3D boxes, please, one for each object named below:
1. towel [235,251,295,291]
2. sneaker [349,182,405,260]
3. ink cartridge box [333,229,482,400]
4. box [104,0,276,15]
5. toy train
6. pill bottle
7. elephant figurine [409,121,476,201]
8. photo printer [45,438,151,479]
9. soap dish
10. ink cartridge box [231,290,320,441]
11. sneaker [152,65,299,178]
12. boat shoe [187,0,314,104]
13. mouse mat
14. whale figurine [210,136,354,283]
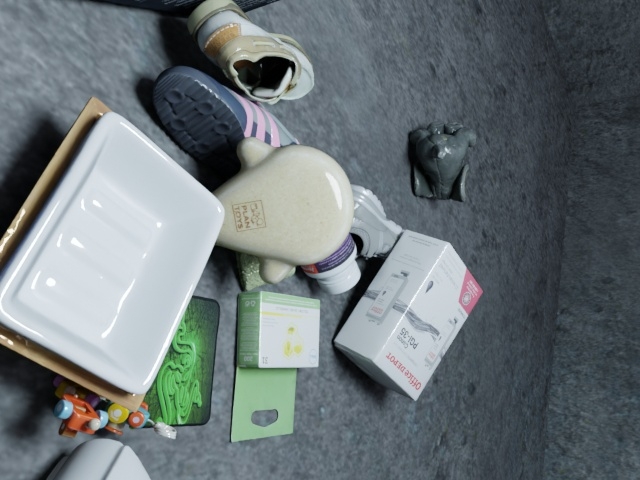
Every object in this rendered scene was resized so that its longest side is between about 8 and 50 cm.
[{"bbox_3d":[-0.090,0.004,1.034,0.110,0.027,0.148,-19,116,-34],"label":"towel"},{"bbox_3d":[0.098,-0.004,1.324,0.281,0.105,0.115,43,75,-43],"label":"sneaker"},{"bbox_3d":[0.185,0.155,1.304,0.283,0.117,0.207,-56,134,-14],"label":"ink cartridge box"},{"bbox_3d":[-0.188,-0.469,0.809,0.395,0.212,0.293,-24,105,-59],"label":"box"},{"bbox_3d":[-0.254,0.209,0.744,0.166,0.125,0.046,37,82,-48],"label":"toy train"},{"bbox_3d":[0.000,0.000,1.143,0.193,0.108,0.108,63,40,-29],"label":"pill bottle"},{"bbox_3d":[0.311,-0.163,1.597,0.186,0.169,0.239,-23,125,-25],"label":"elephant figurine"},{"bbox_3d":[-0.245,0.400,0.648,0.307,0.107,0.255,-71,146,-66],"label":"photo printer"},{"bbox_3d":[-0.254,0.018,0.743,0.229,0.118,0.290,44,51,-37],"label":"soap dish"},{"bbox_3d":[-0.070,0.209,1.065,0.171,0.056,0.234,17,71,-55],"label":"ink cartridge box"},{"bbox_3d":[-0.136,-0.181,0.990,0.319,0.112,0.131,42,36,-49],"label":"sneaker"},{"bbox_3d":[-0.088,-0.265,0.998,0.103,0.113,0.302,59,22,17],"label":"boat shoe"},{"bbox_3d":[-0.203,0.169,0.915,0.153,0.007,0.189,19,71,-54],"label":"mouse mat"},{"bbox_3d":[-0.089,-0.044,0.942,0.141,0.272,0.216,-115,-167,-81],"label":"whale figurine"}]
